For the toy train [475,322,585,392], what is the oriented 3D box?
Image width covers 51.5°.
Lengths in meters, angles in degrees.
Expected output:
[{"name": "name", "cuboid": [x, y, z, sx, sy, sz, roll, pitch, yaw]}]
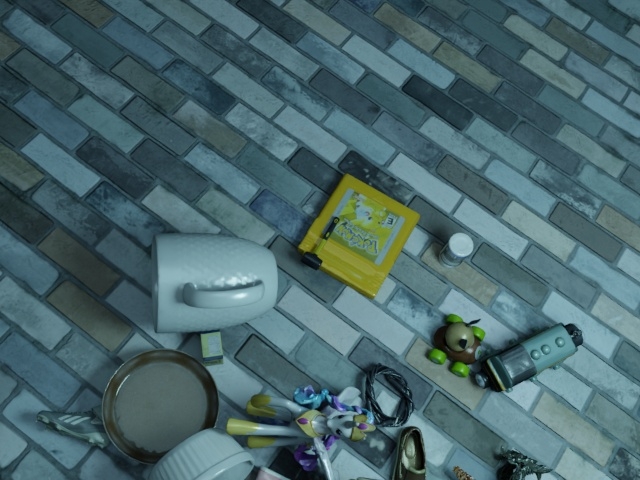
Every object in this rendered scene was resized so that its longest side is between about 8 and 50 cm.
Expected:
[{"name": "toy train", "cuboid": [0.614, 0.339, 1.933, 0.334, 0.190, 0.142, -21, 75, -15]}]

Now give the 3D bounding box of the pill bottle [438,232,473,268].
[{"name": "pill bottle", "cuboid": [0.417, 0.035, 2.059, 0.078, 0.137, 0.078, 2, 69, -6]}]

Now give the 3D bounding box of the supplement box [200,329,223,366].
[{"name": "supplement box", "cuboid": [-0.307, 0.305, 1.877, 0.056, 0.083, 0.083, -7, 69, -10]}]

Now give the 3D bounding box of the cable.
[{"name": "cable", "cuboid": [0.197, 0.441, 1.904, 0.151, 0.047, 0.184, 0, 68, -21]}]

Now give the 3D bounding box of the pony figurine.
[{"name": "pony figurine", "cuboid": [-0.021, 0.501, 1.732, 0.364, 0.351, 0.302, 2, 62, 13]}]

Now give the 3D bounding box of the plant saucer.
[{"name": "plant saucer", "cuboid": [-0.433, 0.450, 1.803, 0.311, 0.050, 0.310, 6, 66, -15]}]

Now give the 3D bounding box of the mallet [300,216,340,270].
[{"name": "mallet", "cuboid": [0.000, 0.000, 2.026, 0.062, 0.039, 0.189, 24, 65, -1]}]

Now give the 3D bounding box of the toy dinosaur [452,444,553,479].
[{"name": "toy dinosaur", "cuboid": [0.527, 0.694, 1.812, 0.322, 0.164, 0.218, 27, 82, -20]}]

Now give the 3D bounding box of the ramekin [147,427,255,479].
[{"name": "ramekin", "cuboid": [-0.310, 0.590, 1.674, 0.273, 0.272, 0.127, -33, 65, -19]}]

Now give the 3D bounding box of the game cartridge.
[{"name": "game cartridge", "cuboid": [0.121, -0.018, 2.086, 0.285, 0.052, 0.323, 30, 67, 4]}]

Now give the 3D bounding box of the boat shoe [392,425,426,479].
[{"name": "boat shoe", "cuboid": [0.247, 0.638, 1.814, 0.095, 0.095, 0.257, 2, 68, -7]}]

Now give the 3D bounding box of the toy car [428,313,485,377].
[{"name": "toy car", "cuboid": [0.419, 0.289, 1.929, 0.149, 0.188, 0.155, 29, 67, 4]}]

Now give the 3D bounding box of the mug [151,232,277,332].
[{"name": "mug", "cuboid": [-0.282, 0.121, 1.809, 0.328, 0.374, 0.276, -1, 98, -18]}]

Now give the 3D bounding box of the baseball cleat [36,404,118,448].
[{"name": "baseball cleat", "cuboid": [-0.646, 0.481, 1.777, 0.206, 0.072, 0.109, 25, 53, -3]}]

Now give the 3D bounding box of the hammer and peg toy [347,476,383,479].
[{"name": "hammer and peg toy", "cuboid": [0.132, 0.780, 1.643, 0.266, 0.127, 0.361, 25, 78, -37]}]

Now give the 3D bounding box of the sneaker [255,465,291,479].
[{"name": "sneaker", "cuboid": [-0.115, 0.664, 1.779, 0.134, 0.051, 0.070, 24, 69, 6]}]
